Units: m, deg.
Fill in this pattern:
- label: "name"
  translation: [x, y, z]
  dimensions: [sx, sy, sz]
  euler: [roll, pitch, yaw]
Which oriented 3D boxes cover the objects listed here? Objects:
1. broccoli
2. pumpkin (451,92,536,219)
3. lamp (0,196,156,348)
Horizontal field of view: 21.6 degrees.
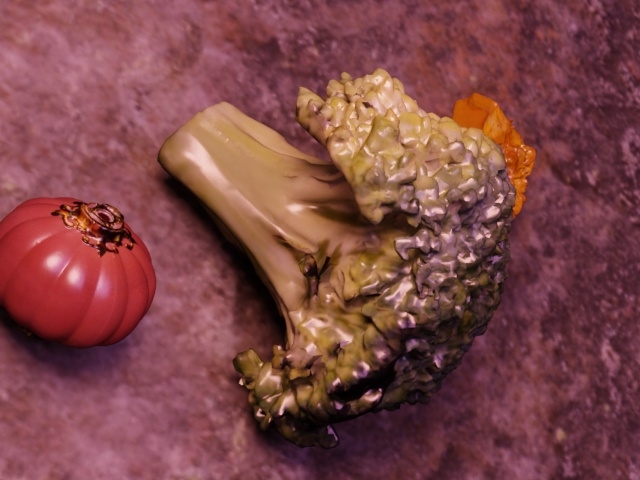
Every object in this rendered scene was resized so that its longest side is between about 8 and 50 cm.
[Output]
- label: "broccoli"
  translation: [0.000, 0.000, 1.103]
  dimensions: [0.243, 0.263, 0.247]
  euler: [35, 87, 12]
- label: "pumpkin"
  translation: [0.122, -0.059, 1.283]
  dimensions: [0.083, 0.054, 0.074]
  euler: [46, 55, -40]
- label: "lamp"
  translation: [-0.154, 0.019, 1.038]
  dimensions: [0.107, 0.092, 0.107]
  euler: [28, 26, -14]
